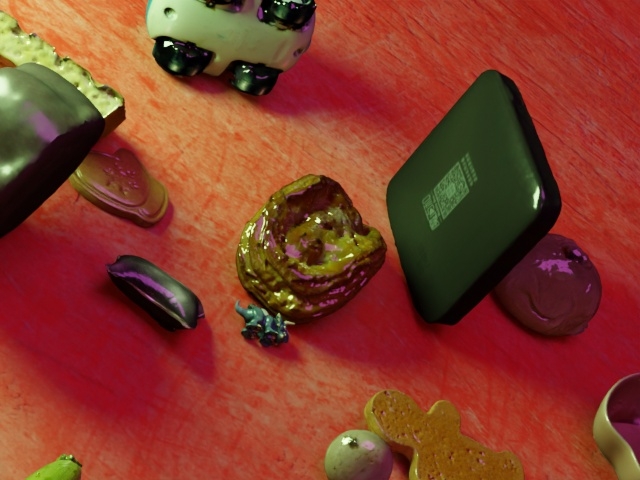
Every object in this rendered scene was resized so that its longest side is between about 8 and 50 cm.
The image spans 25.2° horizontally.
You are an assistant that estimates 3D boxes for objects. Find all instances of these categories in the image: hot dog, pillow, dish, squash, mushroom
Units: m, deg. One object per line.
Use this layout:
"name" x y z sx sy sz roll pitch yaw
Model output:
"hot dog" 0.001 -0.001 1.947 0.175 0.114 0.259 43 39 4
"pillow" -0.202 0.062 1.771 0.136 0.055 0.091 39 36 -2
"dish" 0.472 0.299 2.045 0.213 0.090 0.213 19 43 -19
"squash" -0.305 0.285 1.462 0.066 0.066 0.201 40 38 1
"mushroom" 0.045 0.269 1.760 0.085 0.085 0.079 28 5 -13

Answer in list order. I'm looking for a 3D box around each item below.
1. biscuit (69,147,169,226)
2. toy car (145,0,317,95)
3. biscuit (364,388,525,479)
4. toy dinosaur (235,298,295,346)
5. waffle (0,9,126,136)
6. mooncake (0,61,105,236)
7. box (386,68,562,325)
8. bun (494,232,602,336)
"biscuit" -0.264 -0.080 1.890 0.140 0.023 0.118 23 42 -18
"toy car" -0.136 -0.343 2.123 0.255 0.188 0.190 10 38 -27
"biscuit" 0.158 0.281 1.857 0.250 0.036 0.165 35 38 -11
"toy dinosaur" -0.075 0.106 1.848 0.083 0.030 0.047 24 40 -19
"waffle" -0.361 -0.219 1.824 0.248 0.055 0.221 35 -6 -5
"mooncake" -0.363 -0.094 1.649 0.133 0.245 0.245 43 39 5
"box" 0.212 -0.060 2.037 0.073 0.289 0.290 17 40 -30
"bun" 0.351 0.055 2.168 0.173 0.113 0.166 22 41 -16
